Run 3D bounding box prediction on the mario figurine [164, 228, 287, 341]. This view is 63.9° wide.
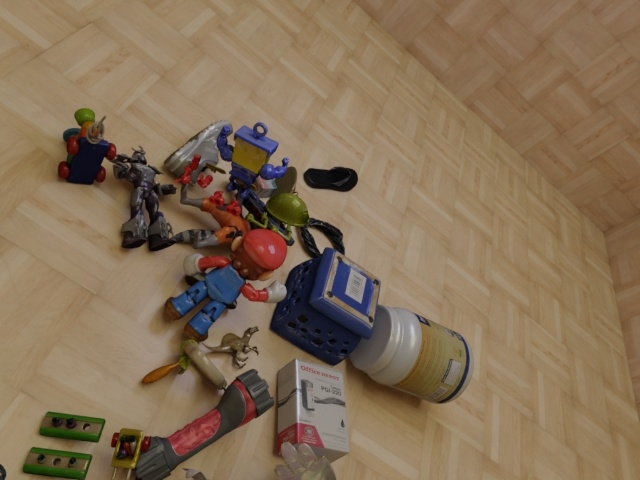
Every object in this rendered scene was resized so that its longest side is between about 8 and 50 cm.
[{"bbox_3d":[-0.214,0.099,1.266,0.170,0.320,0.198,40,-12,52],"label":"mario figurine"}]

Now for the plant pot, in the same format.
[{"bbox_3d":[0.032,0.173,1.433,0.236,0.212,0.236,34,45,-17],"label":"plant pot"}]

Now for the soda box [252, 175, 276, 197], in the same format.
[{"bbox_3d":[-0.206,-0.227,1.627,0.063,0.058,0.183,-6,66,-43],"label":"soda box"}]

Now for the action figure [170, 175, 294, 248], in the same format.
[{"bbox_3d":[-0.244,-0.055,1.443,0.330,0.179,0.341,16,25,-41],"label":"action figure"}]

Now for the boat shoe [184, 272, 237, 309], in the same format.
[{"bbox_3d":[-0.274,0.120,1.321,0.152,0.056,0.049,38,48,-13],"label":"boat shoe"}]

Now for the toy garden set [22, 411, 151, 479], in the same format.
[{"bbox_3d":[-0.431,0.430,0.904,0.203,0.049,0.244,9,51,-4],"label":"toy garden set"}]

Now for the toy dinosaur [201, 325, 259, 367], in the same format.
[{"bbox_3d":[-0.216,0.270,1.281,0.092,0.053,0.183,48,32,21],"label":"toy dinosaur"}]

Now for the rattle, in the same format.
[{"bbox_3d":[-0.274,0.333,1.164,0.143,0.130,0.200,-51,127,-35],"label":"rattle"}]

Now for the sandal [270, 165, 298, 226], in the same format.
[{"bbox_3d":[-0.110,-0.120,1.642,0.079,0.088,0.240,54,37,-47],"label":"sandal"}]

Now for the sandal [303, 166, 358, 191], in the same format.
[{"bbox_3d":[0.053,-0.227,1.854,0.254,0.054,0.097,-11,69,-45],"label":"sandal"}]

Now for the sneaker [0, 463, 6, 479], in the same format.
[{"bbox_3d":[-0.651,0.387,0.790,0.283,0.110,0.122,15,70,-30],"label":"sneaker"}]

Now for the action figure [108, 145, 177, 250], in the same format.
[{"bbox_3d":[-0.445,-0.116,1.304,0.185,0.099,0.285,13,59,-51],"label":"action figure"}]

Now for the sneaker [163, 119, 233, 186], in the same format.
[{"bbox_3d":[-0.343,-0.258,1.522,0.115,0.105,0.281,54,46,-19],"label":"sneaker"}]

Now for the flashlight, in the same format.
[{"bbox_3d":[-0.245,0.383,1.065,0.304,0.103,0.103,-24,76,-31],"label":"flashlight"}]

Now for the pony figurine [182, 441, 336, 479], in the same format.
[{"bbox_3d":[-0.090,0.584,1.029,0.351,0.302,0.364,59,25,-42],"label":"pony figurine"}]

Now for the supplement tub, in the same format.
[{"bbox_3d":[0.264,0.331,1.508,0.316,0.228,0.228,26,47,-25],"label":"supplement tub"}]

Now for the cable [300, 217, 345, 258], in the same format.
[{"bbox_3d":[0.000,0.000,1.661,0.184,0.047,0.151,31,50,-24],"label":"cable"}]

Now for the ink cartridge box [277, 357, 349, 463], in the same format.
[{"bbox_3d":[-0.020,0.424,1.282,0.158,0.092,0.218,23,40,-28],"label":"ink cartridge box"}]

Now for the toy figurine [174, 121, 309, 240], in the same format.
[{"bbox_3d":[-0.168,-0.189,1.324,0.362,0.217,0.191,28,27,3],"label":"toy figurine"}]

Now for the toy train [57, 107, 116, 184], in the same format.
[{"bbox_3d":[-0.547,-0.258,1.216,0.105,0.248,0.143,2,55,-40],"label":"toy train"}]
